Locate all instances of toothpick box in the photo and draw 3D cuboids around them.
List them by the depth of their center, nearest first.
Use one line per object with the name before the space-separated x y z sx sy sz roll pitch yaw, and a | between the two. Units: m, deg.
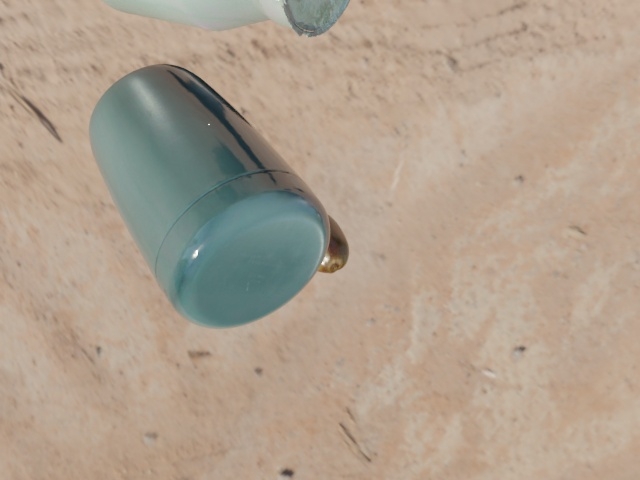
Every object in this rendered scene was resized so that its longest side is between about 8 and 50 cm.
toothpick box | -0.086 -0.038 0.730 0.120 0.184 0.120 -24 143 -20

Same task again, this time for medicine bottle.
medicine bottle | -0.114 -0.373 1.271 0.245 0.290 0.245 -44 144 -45

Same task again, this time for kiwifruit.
kiwifruit | 0.000 0.000 1.631 0.075 0.124 0.075 -13 131 -15
